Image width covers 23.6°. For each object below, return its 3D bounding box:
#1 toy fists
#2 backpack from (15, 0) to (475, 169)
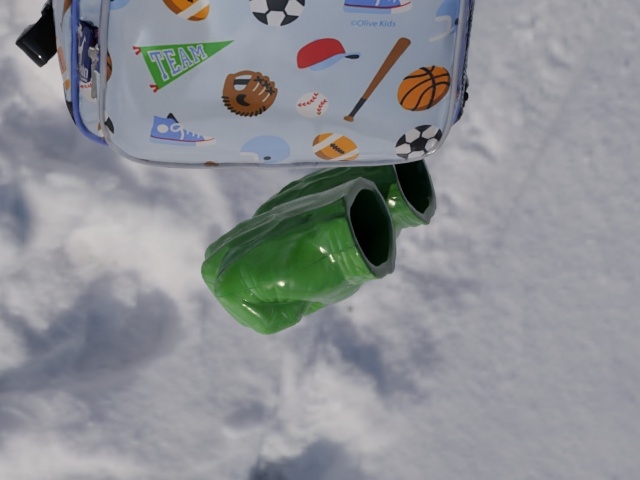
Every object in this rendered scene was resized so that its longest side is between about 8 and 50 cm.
[{"bbox_3d":[0.000,0.000,1.226,0.096,0.142,0.279,67,21,-10],"label":"toy fists"},{"bbox_3d":[-0.027,-0.173,0.817,0.276,0.213,0.263,-4,124,-11],"label":"backpack"}]
